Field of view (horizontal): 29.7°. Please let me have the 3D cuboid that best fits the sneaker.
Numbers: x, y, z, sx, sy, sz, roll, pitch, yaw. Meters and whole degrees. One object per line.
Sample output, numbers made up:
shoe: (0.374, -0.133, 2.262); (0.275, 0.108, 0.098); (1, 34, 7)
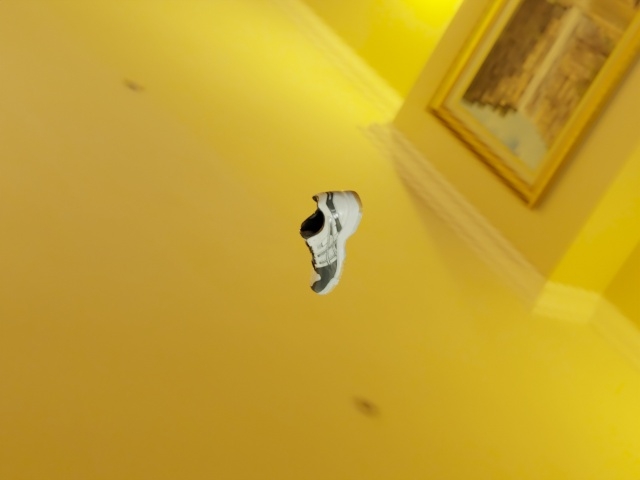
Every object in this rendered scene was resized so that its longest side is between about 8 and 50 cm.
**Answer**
sneaker: (0.000, 0.000, 0.828); (0.037, 0.083, 0.032); (2, -149, -23)
